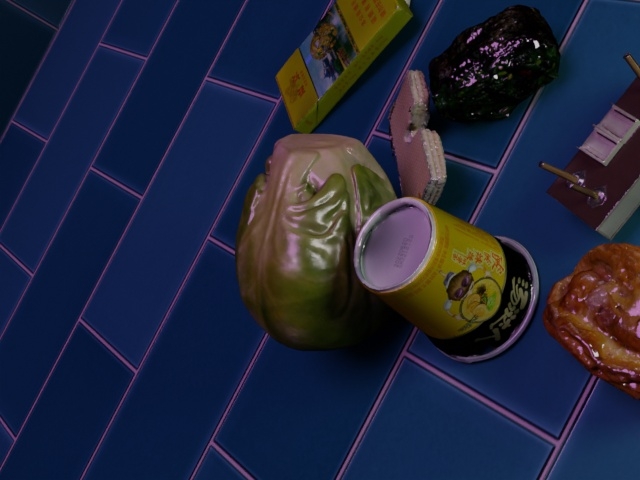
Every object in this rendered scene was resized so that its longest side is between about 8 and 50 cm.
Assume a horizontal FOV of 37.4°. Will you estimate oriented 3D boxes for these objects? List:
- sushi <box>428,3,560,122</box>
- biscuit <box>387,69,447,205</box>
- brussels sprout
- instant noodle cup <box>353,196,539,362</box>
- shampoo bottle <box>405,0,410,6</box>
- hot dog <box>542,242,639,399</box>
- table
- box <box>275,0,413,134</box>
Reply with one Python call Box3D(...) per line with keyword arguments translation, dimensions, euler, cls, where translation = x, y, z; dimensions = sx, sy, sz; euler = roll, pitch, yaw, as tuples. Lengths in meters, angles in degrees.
Box3D(translation=(0.284, -0.281, 1.558), dimensions=(0.225, 0.124, 0.127), euler=(-28, 49, 32), cls="sushi")
Box3D(translation=(0.165, -0.161, 1.624), dimensions=(0.147, 0.046, 0.250), euler=(107, 161, -53), cls="biscuit")
Box3D(translation=(0.000, -0.001, 1.560), dimensions=(0.281, 0.289, 0.354), euler=(5, 100, 56), cls="brussels sprout")
Box3D(translation=(0.177, 0.046, 1.403), dimensions=(0.215, 0.236, 0.215), euler=(-25, 50, 34), cls="instant noodle cup")
Box3D(translation=(0.161, -0.523, 1.896), dimensions=(0.049, 0.034, 0.141), euler=(-21, 54, 47), cls="shampoo bottle")
Box3D(translation=(0.395, 0.096, 1.235), dimensions=(0.175, 0.114, 0.259), euler=(-57, 41, 4), cls="hot dog")
Box3D(translation=(0.412, -0.141, 1.307), dimensions=(0.240, 0.111, 0.121), euler=(-54, 36, 11), cls="table")
Box3D(translation=(0.039, -0.389, 1.914), dimensions=(0.335, 0.047, 0.187), euler=(-47, 42, 28), cls="box")
